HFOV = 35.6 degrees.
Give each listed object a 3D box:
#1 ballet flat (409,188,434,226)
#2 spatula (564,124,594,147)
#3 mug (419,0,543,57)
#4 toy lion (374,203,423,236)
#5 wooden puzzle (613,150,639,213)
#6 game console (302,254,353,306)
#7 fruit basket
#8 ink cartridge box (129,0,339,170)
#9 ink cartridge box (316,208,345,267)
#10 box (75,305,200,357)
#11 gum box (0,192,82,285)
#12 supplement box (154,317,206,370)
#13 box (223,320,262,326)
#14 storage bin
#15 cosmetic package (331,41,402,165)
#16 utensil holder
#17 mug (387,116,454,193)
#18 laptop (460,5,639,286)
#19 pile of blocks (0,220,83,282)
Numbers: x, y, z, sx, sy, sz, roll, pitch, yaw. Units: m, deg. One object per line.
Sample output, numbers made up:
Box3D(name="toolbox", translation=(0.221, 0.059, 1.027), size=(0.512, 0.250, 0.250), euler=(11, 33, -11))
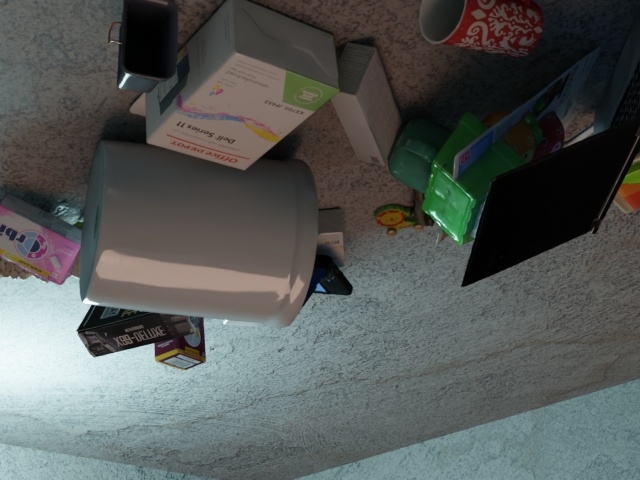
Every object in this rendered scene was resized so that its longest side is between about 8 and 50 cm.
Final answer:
Box3D(name="ballet flat", translation=(0.208, -0.098, 2.073), size=(0.058, 0.084, 0.250), euler=(14, 161, 15))
Box3D(name="spatula", translation=(0.563, -0.191, 2.009), size=(0.168, 0.019, 0.242), euler=(13, 148, -32))
Box3D(name="mug", translation=(0.263, -0.350, 1.529), size=(0.169, 0.113, 0.150), euler=(8, 153, -32))
Box3D(name="toy lion", translation=(0.172, -0.050, 2.204), size=(0.100, 0.034, 0.096), euler=(-11, 146, 10))
Box3D(name="wooden puzzle", translation=(0.714, -0.133, 2.120), size=(0.221, 0.044, 0.238), euler=(-26, 148, 29))
Box3D(name="game console", translation=(-0.111, 0.118, 2.227), size=(0.293, 0.173, 0.250), euler=(5, 155, 26))
Box3D(name="fruit basket", translation=(0.357, -0.155, 1.803), size=(0.353, 0.165, 0.327), euler=(-32, 159, -16))
Box3D(name="ink cartridge box", translation=(-0.155, -0.233, 1.662), size=(0.207, 0.119, 0.353), euler=(14, 148, -35))
Box3D(name="ink cartridge box", translation=(0.000, 0.000, 2.228), size=(0.104, 0.062, 0.181), euler=(-4, 153, 1))
Box3D(name="box", translation=(-0.350, 0.106, 2.110), size=(0.242, 0.307, 0.077), euler=(-15, 119, 18))
Box3D(name="gum box", translation=(-0.569, 0.000, 1.994), size=(0.188, 0.062, 0.107), euler=(28, 114, -13))
Box3D(name="supplement box", translation=(-0.346, 0.210, 2.438), size=(0.080, 0.188, 0.104), euler=(-22, 149, 28))
Box3D(name="box", translation=(-0.184, 0.155, 2.475), size=(0.101, 0.087, 0.102), euler=(5, 152, -21))
Box3D(name="storage bin", translation=(-0.277, -0.293, 1.516), size=(0.098, 0.135, 0.091), euler=(7, 161, -24))
Box3D(name="cosmetic package", translation=(0.079, -0.232, 1.726), size=(0.060, 0.099, 0.239), euler=(17, 161, 23))
Box3D(name="utensil holder", translation=(-0.238, -0.015, 1.868), size=(0.385, 0.328, 0.327), euler=(7, 151, -18))
Box3D(name="mug", translation=(0.185, -0.171, 1.847), size=(0.097, 0.129, 0.158), euler=(27, 149, 9))
Box3D(name="laptop", translation=(0.392, -0.162, 1.663), size=(0.236, 0.408, 0.382), euler=(8, 154, 4))
Box3D(name="pile of blocks", translation=(-0.594, 0.013, 2.117), size=(0.362, 0.149, 0.113), euler=(-2, -162, 12))
